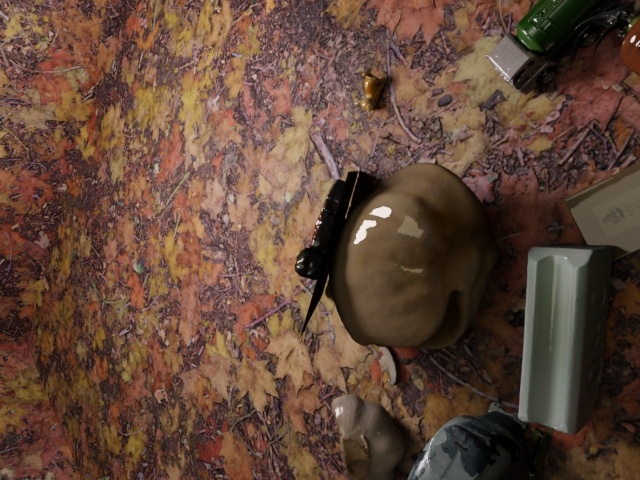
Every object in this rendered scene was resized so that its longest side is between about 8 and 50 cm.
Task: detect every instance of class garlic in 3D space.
[{"bbox_3d":[0.113,0.450,1.147,0.142,0.178,0.229,-25,88,7],"label":"garlic"}]

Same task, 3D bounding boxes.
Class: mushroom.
[{"bbox_3d":[0.160,0.288,1.184,0.049,0.019,0.101,-31,65,36],"label":"mushroom"}]

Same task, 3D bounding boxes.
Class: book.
[{"bbox_3d":[0.538,-0.056,0.859,0.198,0.016,0.138,-31,68,37],"label":"book"}]

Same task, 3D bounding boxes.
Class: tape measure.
[{"bbox_3d":[0.267,0.447,0.917,0.147,0.256,0.275,22,97,41],"label":"tape measure"}]

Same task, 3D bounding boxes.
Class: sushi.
[{"bbox_3d":[0.000,0.000,1.138,0.064,0.359,0.343,17,100,4],"label":"sushi"}]

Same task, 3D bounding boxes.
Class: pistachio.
[{"bbox_3d":[0.170,0.048,1.031,0.445,0.281,0.365,120,142,-47],"label":"pistachio"}]

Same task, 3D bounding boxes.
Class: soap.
[{"bbox_3d":[0.413,0.151,0.847,0.095,0.173,0.290,6,96,42],"label":"soap"}]

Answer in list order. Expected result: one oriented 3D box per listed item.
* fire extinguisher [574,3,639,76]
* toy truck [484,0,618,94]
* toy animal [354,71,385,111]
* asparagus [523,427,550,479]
[{"bbox_3d":[0.602,-0.280,0.774,0.200,0.113,0.376,-31,61,-10],"label":"fire extinguisher"},{"bbox_3d":[0.421,-0.387,0.913,0.242,0.125,0.101,-47,59,31],"label":"toy truck"},{"bbox_3d":[0.115,-0.354,1.228,0.060,0.081,0.083,27,86,37],"label":"toy animal"},{"bbox_3d":[0.401,0.435,0.947,0.036,0.030,0.165,8,93,32],"label":"asparagus"}]
